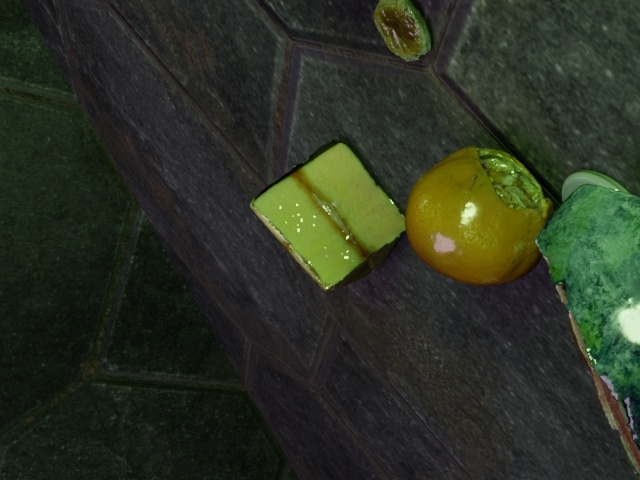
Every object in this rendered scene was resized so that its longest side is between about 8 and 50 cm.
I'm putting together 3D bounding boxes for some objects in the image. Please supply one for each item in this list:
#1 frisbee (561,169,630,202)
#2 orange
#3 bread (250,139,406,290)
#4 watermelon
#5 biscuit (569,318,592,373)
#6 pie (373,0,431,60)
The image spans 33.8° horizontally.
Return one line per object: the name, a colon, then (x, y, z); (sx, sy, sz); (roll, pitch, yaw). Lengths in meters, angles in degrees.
frisbee: (0.277, -0.021, 1.026); (0.110, 0.014, 0.110); (46, 160, 22)
orange: (0.164, -0.026, 1.093); (0.155, 0.155, 0.134); (34, 120, 46)
bread: (0.001, 0.000, 1.519); (0.167, 0.163, 0.264); (49, 162, 10)
watermelon: (0.281, 0.111, 0.916); (0.318, 0.148, 0.226); (53, 167, 11)
biscuit: (0.368, 0.139, 1.027); (0.262, 0.052, 0.277); (55, 161, 0)
pie: (0.086, -0.226, 1.118); (0.084, 0.020, 0.084); (46, 160, 22)
